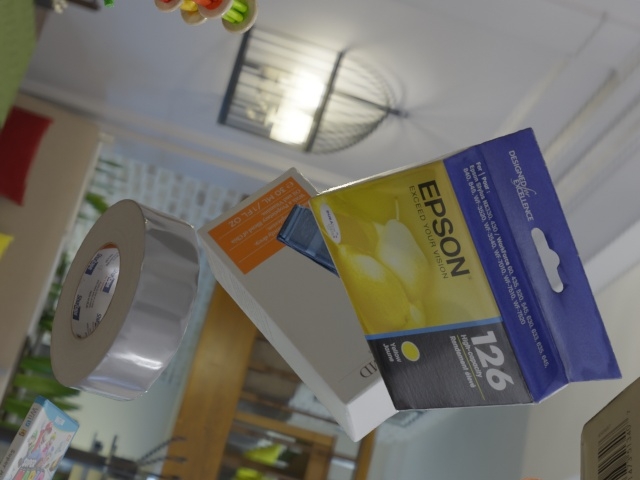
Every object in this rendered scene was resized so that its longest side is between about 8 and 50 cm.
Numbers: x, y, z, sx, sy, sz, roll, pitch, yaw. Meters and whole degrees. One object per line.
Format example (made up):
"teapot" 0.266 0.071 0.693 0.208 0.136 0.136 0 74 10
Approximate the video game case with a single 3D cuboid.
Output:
"video game case" -0.329 0.264 1.115 0.119 0.015 0.166 77 35 -65

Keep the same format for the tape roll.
"tape roll" -0.222 0.067 1.129 0.219 0.072 0.219 -33 -135 42

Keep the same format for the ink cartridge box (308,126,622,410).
"ink cartridge box" 0.158 0.051 1.179 0.072 0.303 0.307 -28 -171 -41

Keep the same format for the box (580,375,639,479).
"box" 0.307 0.182 0.630 0.094 0.275 0.113 119 -11 -49

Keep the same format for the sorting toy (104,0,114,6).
"sorting toy" -0.366 -0.380 1.325 0.365 0.127 0.126 -1 77 -70

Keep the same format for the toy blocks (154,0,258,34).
"toy blocks" -0.160 -0.290 1.154 0.148 0.123 0.054 14 93 -57

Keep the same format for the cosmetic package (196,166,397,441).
"cosmetic package" 0.004 0.102 1.776 0.230 0.453 0.161 -35 148 -15

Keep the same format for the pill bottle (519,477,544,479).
"pill bottle" 0.236 0.415 1.314 0.130 0.131 0.245 -81 -166 -52

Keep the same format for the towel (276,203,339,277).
"towel" 0.000 0.000 1.478 0.067 0.119 0.029 -62 -175 -21
